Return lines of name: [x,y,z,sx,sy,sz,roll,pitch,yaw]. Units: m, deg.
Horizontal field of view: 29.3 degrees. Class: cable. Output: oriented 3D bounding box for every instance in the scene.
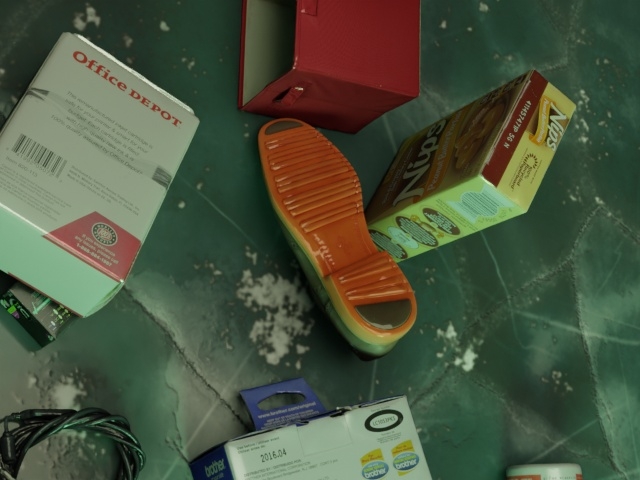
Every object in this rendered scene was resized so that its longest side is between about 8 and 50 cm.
cable: [-0.296,0.277,1.470,0.184,0.047,0.150,6,75,-27]

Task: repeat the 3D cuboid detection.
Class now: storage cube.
storage cube: [0.012,-0.277,1.696,0.193,0.184,0.215,10,73,-26]

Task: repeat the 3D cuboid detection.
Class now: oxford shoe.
oxford shoe: [0.000,0.000,1.664,0.130,0.132,0.363,-15,66,-22]

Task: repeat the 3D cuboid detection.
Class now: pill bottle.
pill bottle: [0.319,0.413,1.722,0.108,0.108,0.193,5,74,-26]

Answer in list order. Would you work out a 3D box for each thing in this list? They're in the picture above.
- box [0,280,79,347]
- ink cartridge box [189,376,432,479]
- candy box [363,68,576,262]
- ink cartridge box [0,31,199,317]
box: [-0.340,0.080,1.489,0.083,0.062,0.052,48,60,-9]
ink cartridge box: [0.010,0.360,1.538,0.270,0.151,0.395,-10,76,-29]
candy box: [0.190,-0.093,1.664,0.087,0.316,0.183,38,63,-16]
ink cartridge box: [-0.295,-0.083,1.487,0.207,0.117,0.283,33,49,-16]
